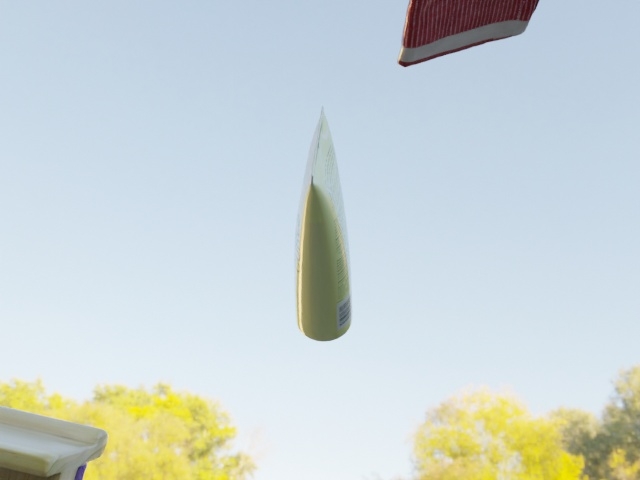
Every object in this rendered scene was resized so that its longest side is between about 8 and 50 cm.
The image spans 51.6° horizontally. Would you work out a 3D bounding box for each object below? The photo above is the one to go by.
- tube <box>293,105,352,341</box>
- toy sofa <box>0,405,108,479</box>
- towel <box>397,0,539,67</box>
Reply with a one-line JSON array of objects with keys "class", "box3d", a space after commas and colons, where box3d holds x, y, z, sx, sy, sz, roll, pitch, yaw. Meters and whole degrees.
[{"class": "tube", "box3d": [0.000, 0.000, 0.616, 0.062, 0.070, 0.240, -29, -37, -23]}, {"class": "toy sofa", "box3d": [-0.314, 0.344, 0.611, 0.150, 0.363, 0.177, 10, -8, 8]}, {"class": "towel", "box3d": [0.231, -0.390, 0.882, 0.237, 0.037, 0.329, -20, -33, -21]}]
